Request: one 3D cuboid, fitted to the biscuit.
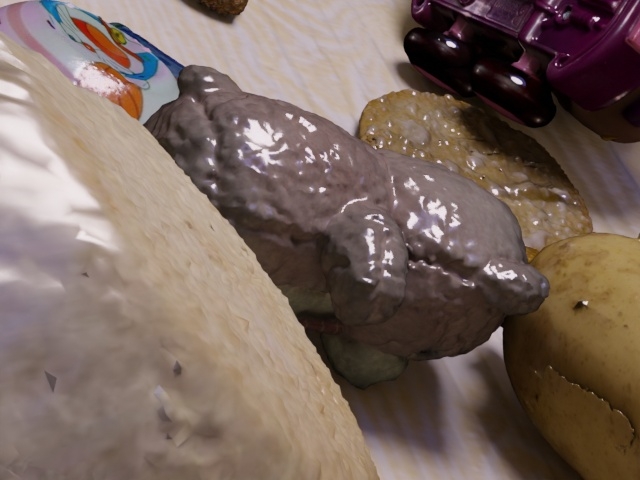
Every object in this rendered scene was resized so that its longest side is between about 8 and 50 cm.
[{"bbox_3d":[0.125,-0.050,1.425,0.220,0.033,0.220,21,32,-14],"label":"biscuit"}]

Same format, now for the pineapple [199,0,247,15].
[{"bbox_3d":[-0.114,-0.226,1.466,0.124,0.058,0.058,18,31,-8],"label":"pineapple"}]

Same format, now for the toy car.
[{"bbox_3d":[0.248,-0.199,1.535,0.240,0.271,0.341,31,5,-31],"label":"toy car"}]

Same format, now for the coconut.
[{"bbox_3d":[-0.189,0.125,0.549,0.415,0.415,0.344,-10,59,-49],"label":"coconut"}]

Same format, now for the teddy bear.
[{"bbox_3d":[-0.001,-0.001,1.115,0.267,0.151,0.236,25,1,-29],"label":"teddy bear"}]

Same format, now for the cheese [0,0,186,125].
[{"bbox_3d":[-0.150,-0.111,1.230,0.189,0.074,0.286,36,17,4],"label":"cheese"}]

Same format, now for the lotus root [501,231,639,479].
[{"bbox_3d":[0.211,0.095,1.149,0.146,0.160,0.284,-19,44,-36],"label":"lotus root"}]
